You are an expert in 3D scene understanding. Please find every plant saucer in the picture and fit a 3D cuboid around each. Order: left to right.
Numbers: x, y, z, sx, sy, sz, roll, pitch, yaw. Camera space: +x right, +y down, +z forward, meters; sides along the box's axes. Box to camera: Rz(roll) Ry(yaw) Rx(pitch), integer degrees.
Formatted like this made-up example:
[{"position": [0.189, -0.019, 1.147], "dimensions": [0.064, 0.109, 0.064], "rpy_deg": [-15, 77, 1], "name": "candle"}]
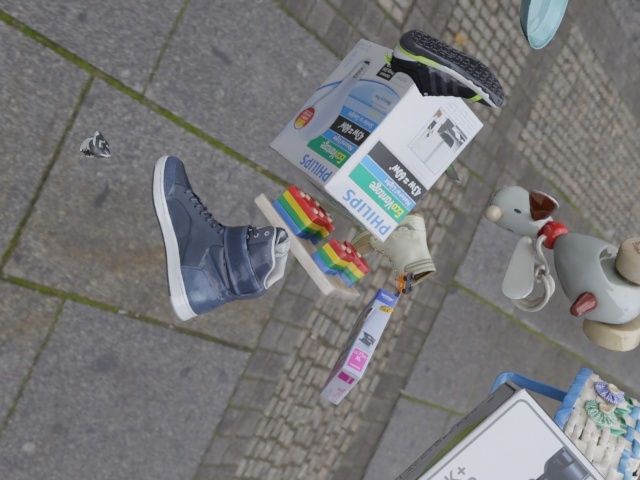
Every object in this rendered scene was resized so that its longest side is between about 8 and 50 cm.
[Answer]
[{"position": [0.281, -0.303, 1.056], "dimensions": [0.119, 0.021, 0.119], "rpy_deg": [-36, 138, -41], "name": "plant saucer"}]

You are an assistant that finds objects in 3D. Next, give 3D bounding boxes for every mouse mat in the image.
[{"position": [0.329, -0.232, 2.258], "dimensions": [0.007, 0.153, 0.189], "rpy_deg": [-27, 172, 18], "name": "mouse mat"}]

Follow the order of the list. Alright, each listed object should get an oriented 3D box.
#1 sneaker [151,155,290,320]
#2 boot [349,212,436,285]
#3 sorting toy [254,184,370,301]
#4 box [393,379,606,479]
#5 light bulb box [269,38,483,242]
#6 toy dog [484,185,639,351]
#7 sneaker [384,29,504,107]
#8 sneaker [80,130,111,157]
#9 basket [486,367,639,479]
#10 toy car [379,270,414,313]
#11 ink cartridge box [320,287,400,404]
[{"position": [-0.128, -0.023, 1.101], "dimensions": [0.086, 0.163, 0.226], "rpy_deg": [40, 35, -72], "name": "sneaker"}, {"position": [0.175, 0.042, 2.069], "dimensions": [0.077, 0.213, 0.165], "rpy_deg": [21, 52, -56], "name": "boot"}, {"position": [0.000, 0.000, 1.825], "dimensions": [0.089, 0.257, 0.255], "rpy_deg": [-40, 165, 7], "name": "sorting toy"}, {"position": [0.208, 0.288, 0.742], "dimensions": [0.169, 0.290, 0.087], "rpy_deg": [-40, 173, 1], "name": "box"}, {"position": [0.120, -0.246, 1.987], "dimensions": [0.361, 0.358, 0.225], "rpy_deg": [-49, 123, 0], "name": "light bulb box"}, {"position": [0.343, 0.034, 1.219], "dimensions": [0.161, 0.333, 0.220], "rpy_deg": [-8, 104, -32], "name": "toy dog"}, {"position": [0.231, -0.306, 1.569], "dimensions": [0.097, 0.234, 0.084], "rpy_deg": [-55, -173, 40], "name": "sneaker"}, {"position": [-0.375, -0.151, 1.385], "dimensions": [0.043, 0.109, 0.040], "rpy_deg": [-33, 108, -4], "name": "sneaker"}, {"position": [0.426, 0.334, 1.485], "dimensions": [0.255, 0.289, 0.201], "rpy_deg": [-36, 133, -57], "name": "basket"}, {"position": [0.173, 0.116, 1.953], "dimensions": [0.122, 0.040, 0.060], "rpy_deg": [-37, 131, -41], "name": "toy car"}, {"position": [0.108, 0.251, 2.135], "dimensions": [0.311, 0.065, 0.186], "rpy_deg": [-58, 179, -36], "name": "ink cartridge box"}]
